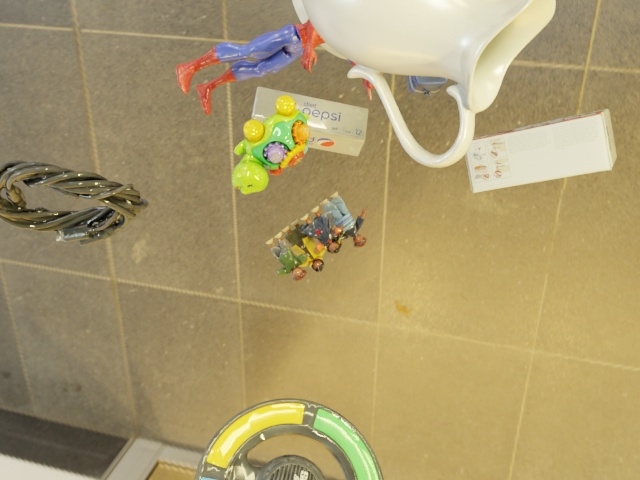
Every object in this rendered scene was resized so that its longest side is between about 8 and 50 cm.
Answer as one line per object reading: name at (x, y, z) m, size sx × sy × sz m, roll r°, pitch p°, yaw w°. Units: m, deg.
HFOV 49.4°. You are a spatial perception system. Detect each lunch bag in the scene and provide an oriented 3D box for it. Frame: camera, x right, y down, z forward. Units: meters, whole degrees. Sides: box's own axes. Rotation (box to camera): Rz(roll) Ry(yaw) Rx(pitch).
lunch bag at (0.207, -0.331, 1.362) m, size 0.067 × 0.065 × 0.099 m, roll -2°, pitch 82°, yaw -8°

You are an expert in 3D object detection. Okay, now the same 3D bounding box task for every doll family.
doll family at (0.000, 0.000, 1.261) m, size 0.193 × 0.076 × 0.111 m, roll -35°, pitch 95°, yaw 13°

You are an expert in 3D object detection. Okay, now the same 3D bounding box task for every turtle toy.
turtle toy at (-0.060, -0.111, 0.852) m, size 0.130 × 0.095 × 0.066 m, roll -41°, pitch 82°, yaw -11°

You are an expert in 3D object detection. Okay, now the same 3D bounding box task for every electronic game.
electronic game at (-0.035, 0.298, 0.819) m, size 0.229 × 0.229 × 0.048 m, roll 25°, pitch 147°, yaw 4°

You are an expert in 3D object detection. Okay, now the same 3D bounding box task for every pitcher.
pitcher at (0.075, -0.180, 0.627) m, size 0.207 × 0.125 × 0.178 m, roll 34°, pitch 110°, yaw 24°

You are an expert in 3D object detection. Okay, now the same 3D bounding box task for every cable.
cable at (-0.277, -0.047, 0.757) m, size 0.184 × 0.047 × 0.150 m, roll -11°, pitch 148°, yaw 37°

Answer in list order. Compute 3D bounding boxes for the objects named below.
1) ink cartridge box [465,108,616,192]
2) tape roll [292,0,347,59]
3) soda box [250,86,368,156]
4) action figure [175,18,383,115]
ink cartridge box at (0.531, -0.217, 1.661) m, size 0.309 × 0.272 × 0.130 m, roll -9°, pitch 98°, yaw 27°
tape roll at (0.067, -0.586, 1.684) m, size 0.286 × 0.286 × 0.100 m, roll 51°, pitch 140°, yaw -11°
soda box at (-0.029, -0.296, 1.743) m, size 0.286 × 0.098 × 0.091 m, roll 10°, pitch 158°, yaw -6°
action figure at (-0.034, -0.218, 0.877) m, size 0.280 × 0.091 × 0.139 m, roll -25°, pitch 66°, yaw 13°
